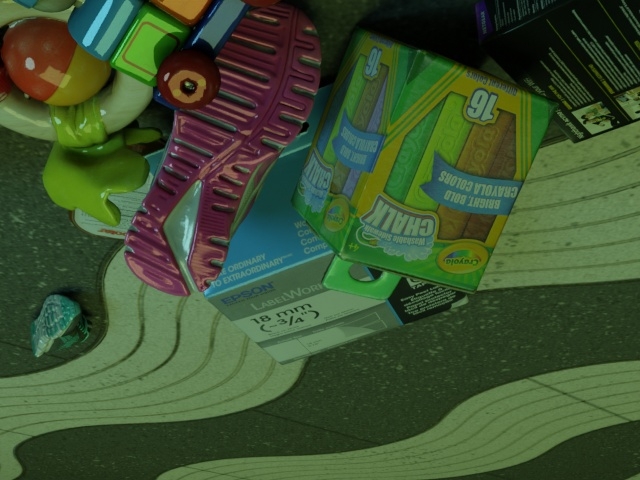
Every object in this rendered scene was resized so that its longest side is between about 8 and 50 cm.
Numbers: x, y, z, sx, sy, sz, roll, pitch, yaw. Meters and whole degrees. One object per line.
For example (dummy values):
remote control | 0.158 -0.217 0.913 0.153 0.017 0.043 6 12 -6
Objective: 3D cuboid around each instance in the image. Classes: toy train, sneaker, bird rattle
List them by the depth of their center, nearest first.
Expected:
toy train | -0.081 -0.211 0.525 0.143 0.105 0.248 24 122 -29
bird rattle | -0.232 -0.140 0.687 0.253 0.143 0.207 32 129 -26
sneaker | -0.083 -0.083 0.709 0.103 0.111 0.252 29 104 -10
sneaker | -0.361 0.118 1.215 0.076 0.065 0.166 -2 161 -33

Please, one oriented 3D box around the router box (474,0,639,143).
router box | 0.227 -0.155 0.685 0.133 0.046 0.179 -19 146 34

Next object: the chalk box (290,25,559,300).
chalk box | 0.068 -0.045 0.690 0.132 0.132 0.213 13 106 -24

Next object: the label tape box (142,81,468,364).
label tape box | 0.000 0.000 0.874 0.240 0.106 0.334 -20 150 9

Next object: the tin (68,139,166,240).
tin | -0.212 -0.053 0.897 0.106 0.040 0.190 11 151 -12
